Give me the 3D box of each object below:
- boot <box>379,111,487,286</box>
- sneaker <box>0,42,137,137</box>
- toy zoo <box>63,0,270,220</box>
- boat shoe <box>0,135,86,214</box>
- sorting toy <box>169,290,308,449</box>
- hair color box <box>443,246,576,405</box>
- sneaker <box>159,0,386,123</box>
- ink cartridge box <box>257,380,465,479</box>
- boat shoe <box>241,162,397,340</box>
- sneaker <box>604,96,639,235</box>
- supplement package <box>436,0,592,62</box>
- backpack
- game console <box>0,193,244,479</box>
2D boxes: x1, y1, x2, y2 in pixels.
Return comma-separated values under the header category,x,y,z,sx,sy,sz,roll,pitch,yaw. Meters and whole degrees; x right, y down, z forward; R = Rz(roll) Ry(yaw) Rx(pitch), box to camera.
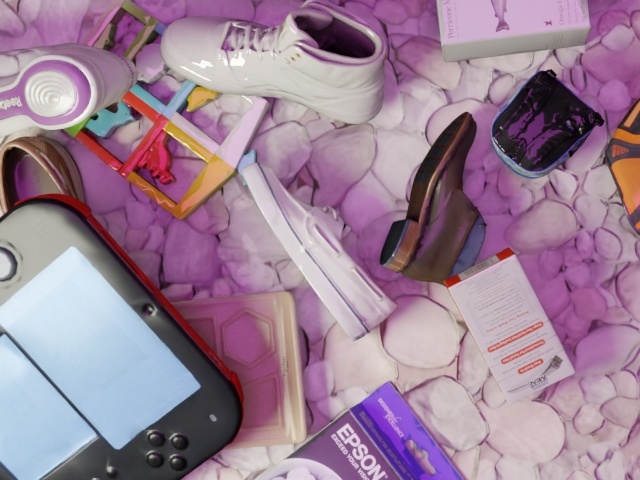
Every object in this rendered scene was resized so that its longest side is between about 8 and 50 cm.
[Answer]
category,x,y,z,sx,sy,sz,roll,pitch,yaw
boot,0.166,-0.045,1.491,0.106,0.082,0.219,27,88,-13
sneaker,-0.368,-0.187,1.514,0.305,0.152,0.114,2,110,29
toy zoo,-0.201,-0.161,1.551,0.293,0.030,0.192,38,92,8
boat shoe,-0.332,0.017,1.515,0.123,0.116,0.324,-28,84,5
sorting toy,-0.122,0.169,1.525,0.208,0.038,0.193,-6,86,11
hair color box,0.229,0.104,1.453,0.093,0.053,0.167,-27,98,4
sneaker,-0.057,-0.246,1.456,0.293,0.169,0.108,14,68,3
ink cartridge box,0.064,0.317,1.486,0.208,0.045,0.206,-39,83,2
boat shoe,0.000,0.000,1.496,0.084,0.095,0.258,-35,94,0
sneaker,0.477,-0.036,1.427,0.321,0.124,0.180,44,97,18
supplement package,0.233,-0.288,1.467,0.179,0.105,0.105,-6,87,7
backpack,0.267,-0.135,1.464,0.105,0.084,0.114,44,88,8
game console,-0.319,0.166,1.465,0.342,0.060,0.386,-38,99,12
